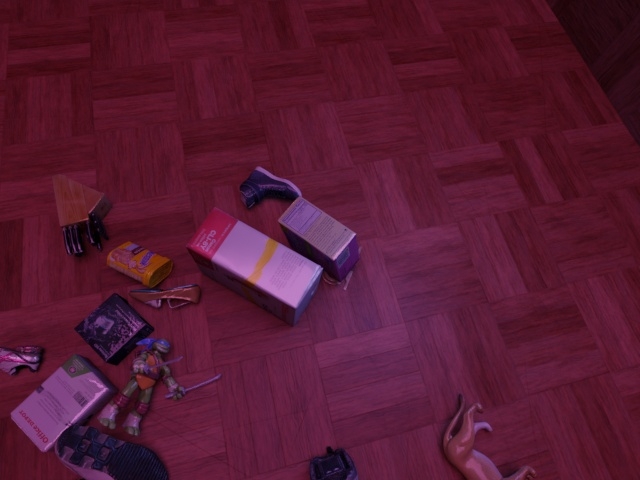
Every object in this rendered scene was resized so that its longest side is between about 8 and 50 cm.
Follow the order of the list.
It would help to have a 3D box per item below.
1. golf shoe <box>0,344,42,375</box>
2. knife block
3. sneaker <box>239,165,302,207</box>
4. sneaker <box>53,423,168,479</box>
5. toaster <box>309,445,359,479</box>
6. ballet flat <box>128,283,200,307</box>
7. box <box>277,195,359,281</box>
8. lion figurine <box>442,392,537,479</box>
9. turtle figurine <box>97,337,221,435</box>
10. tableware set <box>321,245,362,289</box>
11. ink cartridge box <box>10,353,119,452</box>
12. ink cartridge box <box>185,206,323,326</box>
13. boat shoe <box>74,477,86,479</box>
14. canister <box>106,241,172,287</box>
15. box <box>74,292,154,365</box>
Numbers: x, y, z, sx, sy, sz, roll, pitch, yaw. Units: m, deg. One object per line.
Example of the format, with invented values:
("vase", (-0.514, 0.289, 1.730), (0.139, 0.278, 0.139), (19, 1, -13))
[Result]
("golf shoe", (-0.959, 0.368, 1.243), (0.185, 0.067, 0.086), (-1, 68, -7))
("knife block", (-0.870, -0.076, 1.432), (0.275, 0.088, 0.242), (24, 66, 4))
("sneaker", (-0.198, -0.172, 1.533), (0.226, 0.086, 0.163), (27, 56, 16))
("sneaker", (-0.589, 0.633, 1.153), (0.330, 0.146, 0.123), (39, 40, -12))
("toaster", (0.046, 0.694, 1.139), (0.128, 0.227, 0.147), (-14, 86, -10))
("ballet flat", (-0.520, 0.192, 1.362), (0.231, 0.080, 0.073), (-5, 86, -6))
("box", (0.000, 0.000, 1.390), (0.242, 0.214, 0.117), (36, 75, 21))
("lion figurine", (0.482, 0.694, 1.228), (0.240, 0.142, 0.392), (-34, 60, -10))
("turtle figurine", (-0.492, 0.435, 1.193), (0.274, 0.198, 0.267), (26, 71, 10))
("tableware set", (0.069, 0.069, 1.490), (0.128, 0.039, 0.194), (23, 67, 4))
("ink cartridge box", (-0.749, 0.477, 1.203), (0.160, 0.093, 0.219), (39, 69, 11))
("ink cartridge box", (-0.205, 0.097, 1.319), (0.384, 0.279, 0.161), (28, 68, 7))
("boat shoe", (-0.712, 0.707, 1.138), (0.132, 0.042, 0.049), (-16, 90, -12))
("canister", (-0.611, 0.078, 1.380), (0.169, 0.074, 0.126), (23, 30, 7))
("box", (-0.652, 0.282, 1.298), (0.156, 0.093, 0.158), (39, 70, 11))
